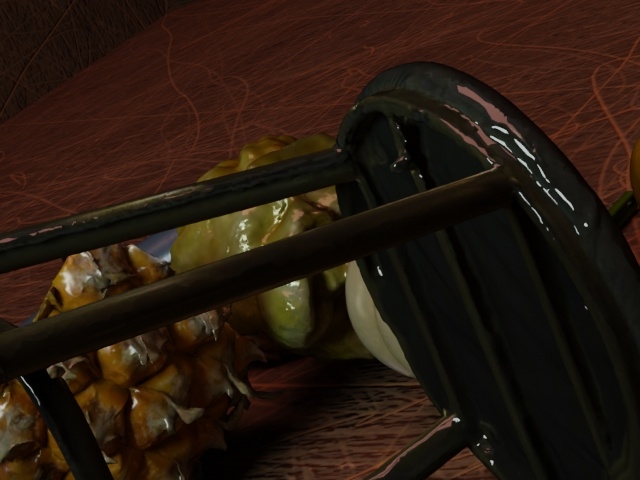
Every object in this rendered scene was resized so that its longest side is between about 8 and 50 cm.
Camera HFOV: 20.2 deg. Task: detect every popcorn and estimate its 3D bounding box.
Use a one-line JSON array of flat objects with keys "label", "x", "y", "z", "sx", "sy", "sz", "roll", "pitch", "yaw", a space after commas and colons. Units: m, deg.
[{"label": "popcorn", "x": 0.000, "y": 0.000, "z": 1.467, "sx": 0.233, "sy": 0.192, "sz": 0.266, "roll": 14, "pitch": 17, "yaw": -11}]

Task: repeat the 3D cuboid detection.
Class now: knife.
[{"label": "knife", "x": 0.214, "y": 0.009, "z": 1.474, "sx": 0.026, "sy": 0.022, "sz": 0.184, "roll": 18, "pitch": 42, "yaw": 32}]

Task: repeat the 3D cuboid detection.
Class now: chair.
[{"label": "chair", "x": -0.045, "y": 0.117, "z": 0.985, "sx": 0.410, "sy": 0.364, "sz": 0.362, "roll": -29, "pitch": 15, "yaw": -20}]

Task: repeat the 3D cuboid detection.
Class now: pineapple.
[{"label": "pineapple", "x": -0.174, "y": 0.182, "z": 1.399, "sx": 0.286, "sy": 0.209, "sz": 0.344, "roll": -63, "pitch": 2, "yaw": -18}]

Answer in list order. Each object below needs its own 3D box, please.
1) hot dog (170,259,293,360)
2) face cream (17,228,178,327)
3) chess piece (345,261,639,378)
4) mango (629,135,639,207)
[{"label": "hot dog", "x": -0.053, "y": 0.024, "z": 1.697, "sx": 0.175, "sy": 0.114, "sz": 0.259, "roll": -30, "pitch": 16, "yaw": -13}, {"label": "face cream", "x": -0.261, "y": 0.093, "z": 1.882, "sx": 0.385, "sy": 0.086, "sz": 0.135, "roll": -33, "pitch": 9, "yaw": 12}, {"label": "chess piece", "x": 0.154, "y": 0.057, "z": 1.228, "sx": 0.167, "sy": 0.167, "sz": 0.300, "roll": -32, "pitch": 24, "yaw": -15}, {"label": "mango", "x": 0.300, "y": -0.055, "z": 1.410, "sx": 0.115, "sy": 0.089, "sz": 0.165, "roll": -26, "pitch": 19, "yaw": 11}]
